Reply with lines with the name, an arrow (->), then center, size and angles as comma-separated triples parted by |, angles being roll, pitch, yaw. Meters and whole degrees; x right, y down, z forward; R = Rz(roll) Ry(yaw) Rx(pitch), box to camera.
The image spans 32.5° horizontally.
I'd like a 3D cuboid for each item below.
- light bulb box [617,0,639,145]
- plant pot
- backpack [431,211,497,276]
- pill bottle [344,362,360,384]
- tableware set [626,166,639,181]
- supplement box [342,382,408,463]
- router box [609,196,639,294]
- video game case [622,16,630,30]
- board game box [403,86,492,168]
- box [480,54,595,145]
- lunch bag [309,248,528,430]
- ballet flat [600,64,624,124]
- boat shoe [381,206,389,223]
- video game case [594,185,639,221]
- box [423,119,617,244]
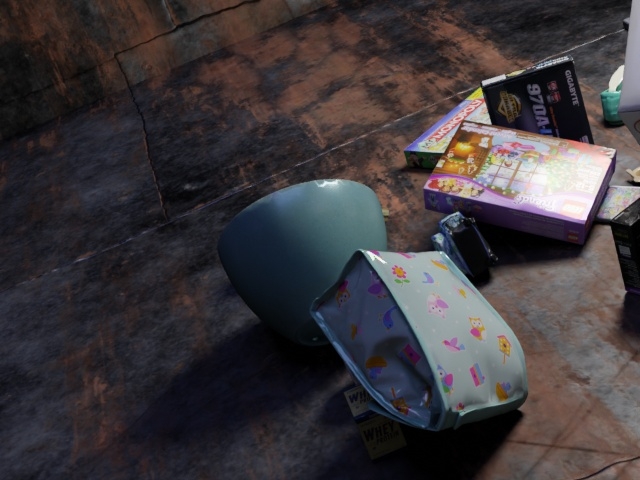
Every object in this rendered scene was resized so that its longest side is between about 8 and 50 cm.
light bulb box -> 0.644, -0.291, 1.733 | 0.225, 0.358, 0.361 | -1, 69, 33
plant pot -> -0.007, 0.060, 1.838 | 0.290, 0.290, 0.195 | -21, 61, 1
backpack -> 0.241, 0.006, 1.898 | 0.084, 0.105, 0.114 | -31, 15, 6
pill bottle -> 0.116, 0.166, 1.705 | 0.160, 0.087, 0.087 | -24, 26, -8
tableware set -> 0.625, -0.115, 1.939 | 0.169, 0.020, 0.141 | -19, 26, 3
supplement box -> 0.078, 0.254, 1.567 | 0.056, 0.083, 0.083 | -23, 26, -2
router box -> 0.530, -0.016, 1.692 | 0.179, 0.133, 0.046 | -33, 29, -24
video game case -> 0.867, -0.529, 2.543 | 0.274, 0.026, 0.196 | -22, 26, 0
board game box -> 0.356, -0.248, 2.362 | 0.213, 0.046, 0.317 | 8, 39, 44
box -> 0.413, -0.218, 2.066 | 0.175, 0.220, 0.051 | -15, 21, 10
lunch bag -> 0.149, 0.148, 1.521 | 0.223, 0.160, 0.262 | 0, 47, -50
ballet flat -> 0.647, -0.330, 2.256 | 0.083, 0.087, 0.247 | 3, 35, 41
boat shoe -> 0.000, 0.000, 2.129 | 0.285, 0.089, 0.104 | -15, 1, 7
video game case -> 0.522, -0.062, 1.908 | 0.122, 0.011, 0.087 | 7, 47, 45
box -> 0.355, -0.109, 1.955 | 0.293, 0.057, 0.201 | 14, 50, 23
